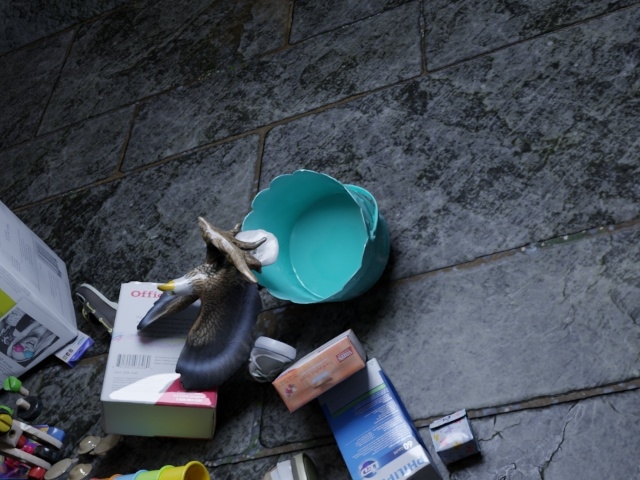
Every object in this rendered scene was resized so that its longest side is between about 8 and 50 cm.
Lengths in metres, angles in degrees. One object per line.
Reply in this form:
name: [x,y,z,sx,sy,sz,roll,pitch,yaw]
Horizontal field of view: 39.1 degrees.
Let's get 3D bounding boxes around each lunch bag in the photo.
lunch bag: [0.226,0.332,1.545,0.071,0.053,0.083,-23,33,11]

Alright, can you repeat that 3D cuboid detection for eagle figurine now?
eagle figurine: [-0.222,0.104,1.740,0.225,0.298,0.226,16,34,-8]

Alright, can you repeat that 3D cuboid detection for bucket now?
bucket: [0.000,0.000,1.831,0.281,0.183,0.281,-3,83,24]

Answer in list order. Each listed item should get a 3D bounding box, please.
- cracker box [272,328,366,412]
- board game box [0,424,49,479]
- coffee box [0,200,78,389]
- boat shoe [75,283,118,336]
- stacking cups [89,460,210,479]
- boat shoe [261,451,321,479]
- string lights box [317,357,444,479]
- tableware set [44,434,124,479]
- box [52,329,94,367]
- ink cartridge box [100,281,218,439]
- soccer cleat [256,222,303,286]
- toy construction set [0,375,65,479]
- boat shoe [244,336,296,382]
cracker box: [0.004,0.235,1.664,0.155,0.067,0.232,-32,-3,2]
board game box: [-0.683,0.467,2.019,0.168,0.033,0.133,-8,48,27]
coffee box: [-0.843,0.130,2.188,0.334,0.338,0.338,-36,36,2]
boat shoe: [-0.532,0.171,2.166,0.227,0.081,0.069,24,62,42]
stacking cups: [-0.365,0.499,1.752,0.316,0.096,0.096,-16,44,26]
boat shoe: [-0.041,0.501,1.520,0.103,0.113,0.302,-27,31,10]
string lights box: [0.100,0.346,1.593,0.133,0.077,0.260,-32,41,3]
tableware set: [-0.489,0.450,1.864,0.141,0.020,0.168,-6,28,48]
box: [-0.606,0.254,2.178,0.136,0.028,0.081,21,64,41]
ink cartridge box: [-0.316,0.244,1.857,0.226,0.131,0.306,4,44,-4]
soccer cleat: [-0.103,0.003,2.022,0.318,0.116,0.109,-30,41,5]
toy construction set: [-0.725,0.430,1.880,0.257,0.237,0.309,25,70,38]
boat shoe: [-0.102,0.243,1.768,0.083,0.226,0.076,21,74,-5]
